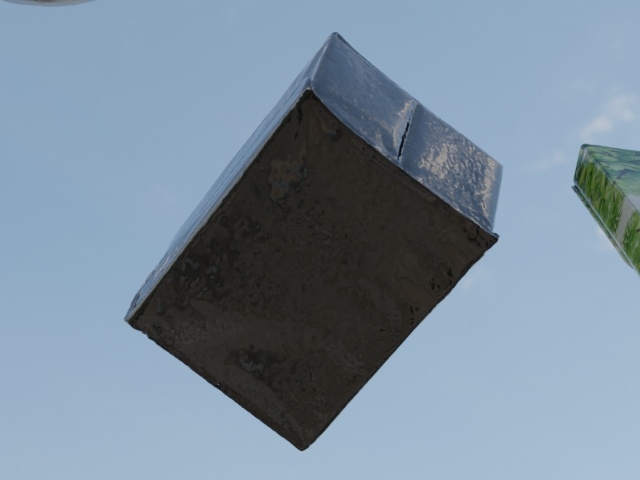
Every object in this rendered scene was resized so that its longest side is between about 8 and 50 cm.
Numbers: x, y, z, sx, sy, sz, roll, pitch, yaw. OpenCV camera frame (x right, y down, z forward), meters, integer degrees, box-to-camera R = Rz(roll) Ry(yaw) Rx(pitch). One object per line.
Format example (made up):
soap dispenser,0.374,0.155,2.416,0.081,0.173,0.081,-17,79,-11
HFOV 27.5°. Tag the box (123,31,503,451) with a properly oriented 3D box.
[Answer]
box,0.000,0.000,1.409,0.251,0.204,0.345,37,-63,-8

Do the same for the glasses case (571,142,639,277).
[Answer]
glasses case,0.308,-0.010,1.181,0.095,0.272,0.062,7,-67,-8

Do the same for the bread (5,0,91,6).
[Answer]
bread,-0.245,-0.288,1.113,0.158,0.261,0.156,-10,-29,-48
